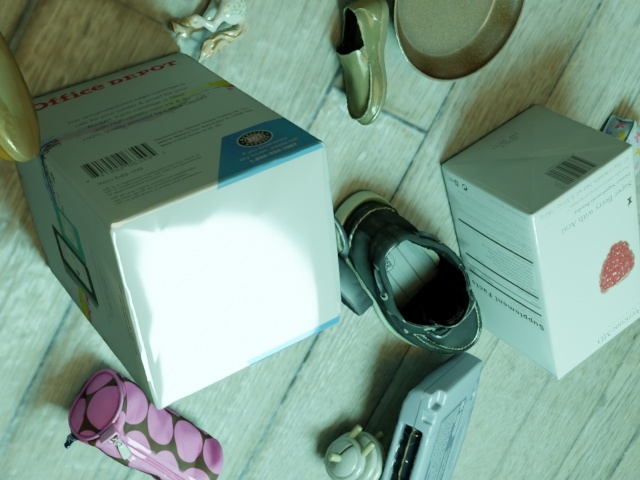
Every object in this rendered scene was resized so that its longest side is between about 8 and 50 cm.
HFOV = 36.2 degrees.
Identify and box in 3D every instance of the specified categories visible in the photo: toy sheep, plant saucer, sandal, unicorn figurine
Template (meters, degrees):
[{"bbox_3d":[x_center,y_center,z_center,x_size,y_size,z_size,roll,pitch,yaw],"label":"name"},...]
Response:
[{"bbox_3d":[0.050,0.304,1.358,0.132,0.091,0.091,29,95,-46],"label":"toy sheep"},{"bbox_3d":[0.157,-0.285,1.144,0.199,0.036,0.198,-17,124,-28],"label":"plant saucer"},{"bbox_3d":[0.000,0.000,1.155,0.054,0.097,0.254,-45,142,-6],"label":"sandal"},{"bbox_3d":[-0.100,-0.264,0.963,0.111,0.060,0.162,-25,143,-24],"label":"unicorn figurine"}]

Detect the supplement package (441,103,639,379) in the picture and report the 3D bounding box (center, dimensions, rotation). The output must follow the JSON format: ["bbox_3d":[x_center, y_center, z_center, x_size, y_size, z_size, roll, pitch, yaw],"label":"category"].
[{"bbox_3d":[0.305,0.002,1.314,0.177,0.175,0.293,-33,130,-18],"label":"supplement package"}]

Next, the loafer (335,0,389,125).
[{"bbox_3d":[0.042,-0.202,1.098,0.050,0.056,0.148,-9,109,-31],"label":"loafer"}]

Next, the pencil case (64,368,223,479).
[{"bbox_3d":[-0.196,0.235,1.134,0.095,0.098,0.209,-50,133,-3],"label":"pencil case"}]

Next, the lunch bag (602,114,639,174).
[{"bbox_3d":[0.432,-0.129,1.418,0.071,0.053,0.083,28,87,-44],"label":"lunch bag"}]

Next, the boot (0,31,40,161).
[{"bbox_3d":[-0.374,-0.146,0.746,0.211,0.104,0.295,-28,110,11],"label":"boot"}]

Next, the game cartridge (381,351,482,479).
[{"bbox_3d":[0.151,0.310,1.404,0.196,0.060,0.294,-18,127,-55],"label":"game cartridge"}]

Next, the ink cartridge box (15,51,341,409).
[{"bbox_3d":[-0.140,-0.025,0.915,0.198,0.270,0.197,-24,127,-24],"label":"ink cartridge box"}]

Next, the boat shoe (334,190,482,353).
[{"bbox_3d":[0.141,0.068,1.274,0.127,0.113,0.340,-44,132,-9],"label":"boat shoe"}]
